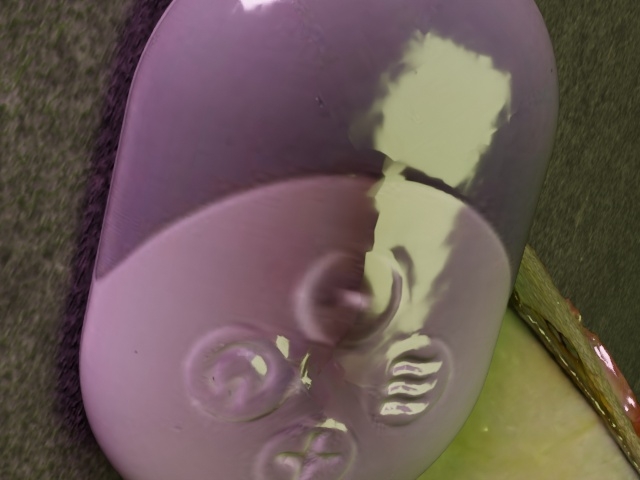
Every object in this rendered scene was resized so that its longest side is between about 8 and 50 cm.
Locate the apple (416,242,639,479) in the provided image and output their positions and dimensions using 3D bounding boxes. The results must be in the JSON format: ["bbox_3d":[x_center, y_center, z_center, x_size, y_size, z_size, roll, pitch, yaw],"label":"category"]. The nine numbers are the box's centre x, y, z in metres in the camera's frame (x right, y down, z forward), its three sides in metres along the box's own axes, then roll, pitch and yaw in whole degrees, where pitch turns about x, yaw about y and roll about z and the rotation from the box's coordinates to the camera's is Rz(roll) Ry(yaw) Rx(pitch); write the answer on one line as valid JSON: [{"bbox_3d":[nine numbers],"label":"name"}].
[{"bbox_3d":[0.103,0.087,1.004,0.346,0.179,0.254,49,63,-28],"label":"apple"}]

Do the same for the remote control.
[{"bbox_3d":[0.000,0.000,0.796,0.221,0.103,0.332,4,110,-25],"label":"remote control"}]
